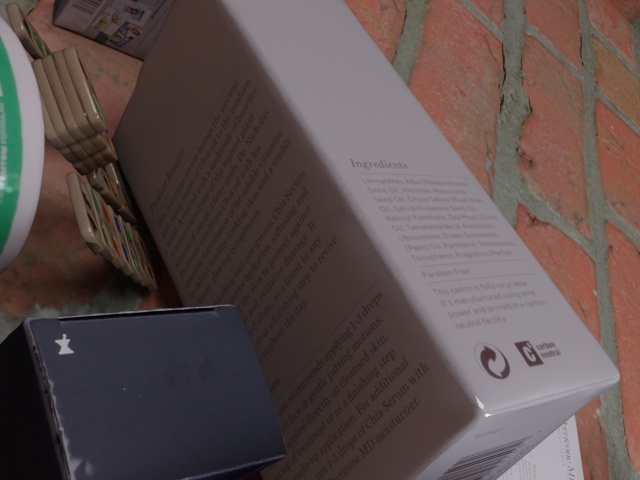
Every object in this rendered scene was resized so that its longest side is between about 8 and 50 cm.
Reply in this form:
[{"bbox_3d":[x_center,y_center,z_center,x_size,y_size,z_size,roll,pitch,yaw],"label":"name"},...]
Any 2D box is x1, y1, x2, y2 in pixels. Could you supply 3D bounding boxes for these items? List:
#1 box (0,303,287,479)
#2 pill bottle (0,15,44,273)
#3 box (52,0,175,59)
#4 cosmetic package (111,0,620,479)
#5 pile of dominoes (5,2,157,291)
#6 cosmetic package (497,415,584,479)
[{"bbox_3d":[-0.151,0.134,0.536,0.153,0.207,0.108,0,62,-45],"label":"box"},{"bbox_3d":[-0.366,-0.058,0.470,0.361,0.204,0.204,-5,65,-47],"label":"pill bottle"},{"bbox_3d":[-0.160,-0.246,0.873,0.186,0.145,0.038,18,51,-35],"label":"box"},{"bbox_3d":[0.000,0.000,0.697,0.162,0.230,0.453,-3,51,-41],"label":"cosmetic package"},{"bbox_3d":[-0.170,-0.065,0.676,0.251,0.040,0.195,87,-19,-78],"label":"pile of dominoes"},{"bbox_3d":[0.143,0.284,0.809,0.284,0.097,0.377,28,44,-24],"label":"cosmetic package"}]
